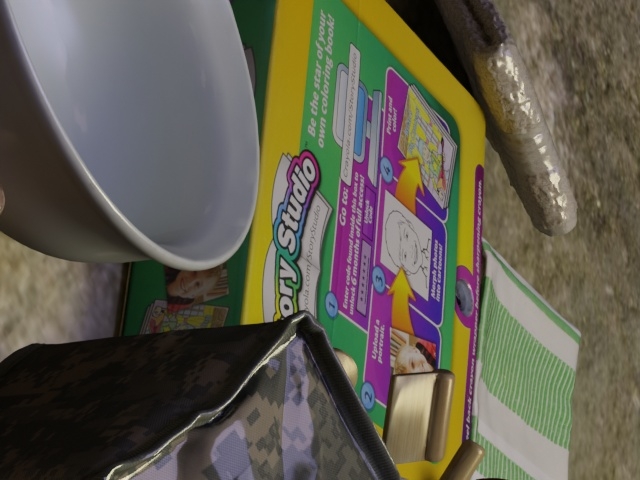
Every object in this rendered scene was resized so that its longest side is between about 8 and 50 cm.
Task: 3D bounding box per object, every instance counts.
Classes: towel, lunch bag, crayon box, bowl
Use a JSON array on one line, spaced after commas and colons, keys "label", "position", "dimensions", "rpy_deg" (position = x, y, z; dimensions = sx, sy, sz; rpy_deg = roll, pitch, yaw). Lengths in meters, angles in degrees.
[{"label": "towel", "position": [0.145, -0.143, 1.620], "dimensions": [0.282, 0.049, 0.187], "rpy_deg": [-105, 170, -59]}, {"label": "lunch bag", "position": [-0.062, 0.196, 0.900], "dimensions": [0.169, 0.235, 0.287], "rpy_deg": [-40, 110, -37]}, {"label": "towel", "position": [0.173, 0.186, 1.672], "dimensions": [0.248, 0.038, 0.325], "rpy_deg": [40, 47, -51]}, {"label": "crayon box", "position": [0.000, 0.000, 1.345], "dimensions": [0.313, 0.106, 0.363], "rpy_deg": [39, 48, -49]}, {"label": "bowl", "position": [-0.157, -0.108, 1.037], "dimensions": [0.298, 0.134, 0.298], "rpy_deg": [52, 27, -42]}]

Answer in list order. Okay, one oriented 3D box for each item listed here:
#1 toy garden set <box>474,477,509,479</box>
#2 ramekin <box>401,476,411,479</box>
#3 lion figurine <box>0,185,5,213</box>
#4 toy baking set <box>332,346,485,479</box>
[{"label": "toy garden set", "position": [0.039, 0.269, 1.275], "dimensions": [0.244, 0.049, 0.203], "rpy_deg": [-2, 94, -32]}, {"label": "ramekin", "position": [0.027, 0.284, 1.134], "dimensions": [0.273, 0.127, 0.273], "rpy_deg": [-12, 112, -31]}, {"label": "lion figurine", "position": [-0.273, 0.105, 0.807], "dimensions": [0.240, 0.142, 0.392], "rpy_deg": [45, 57, -58]}, {"label": "toy baking set", "position": [-0.009, 0.178, 1.183], "dimensions": [0.197, 0.030, 0.256], "rpy_deg": [29, 89, -32]}]
